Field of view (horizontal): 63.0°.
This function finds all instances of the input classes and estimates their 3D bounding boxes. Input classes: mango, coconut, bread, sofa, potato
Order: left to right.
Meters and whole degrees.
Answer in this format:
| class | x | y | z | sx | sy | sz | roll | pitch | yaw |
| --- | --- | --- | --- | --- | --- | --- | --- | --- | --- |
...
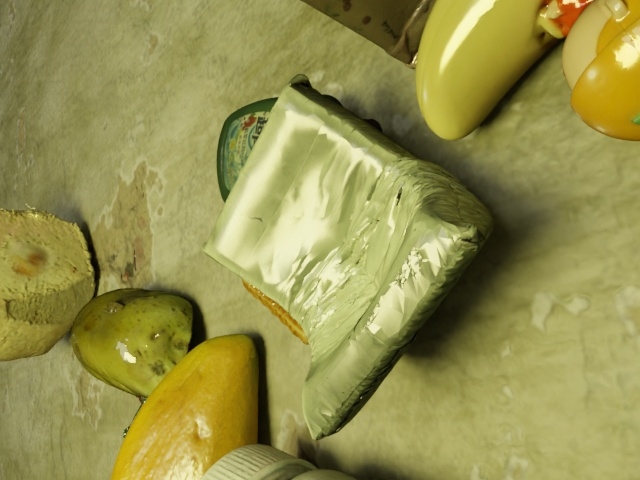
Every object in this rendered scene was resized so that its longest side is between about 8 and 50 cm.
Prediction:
| class | x | y | z | sx | sy | sz | roll | pitch | yaw |
| --- | --- | --- | --- | --- | --- | --- | --- | --- | --- |
| coconut | -0.606 | 0.090 | 0.998 | 0.254 | 0.297 | 0.297 | -42 | 59 | 33 |
| potato | -0.304 | 0.137 | 0.784 | 0.272 | 0.111 | 0.160 | -2 | 63 | 48 |
| mango | -0.160 | 0.261 | 0.639 | 0.177 | 0.119 | 0.316 | 14 | 79 | 30 |
| bread | -0.041 | 0.066 | 0.610 | 0.157 | 0.044 | 0.052 | 34 | 116 | 42 |
| sofa | 0.000 | 0.000 | 0.443 | 0.225 | 0.176 | 0.210 | 38 | 114 | 12 |

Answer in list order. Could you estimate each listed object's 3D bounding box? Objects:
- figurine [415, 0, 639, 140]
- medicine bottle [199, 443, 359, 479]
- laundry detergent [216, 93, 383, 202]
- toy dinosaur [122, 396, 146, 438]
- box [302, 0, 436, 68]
| class | x | y | z | sx | sy | sz | roll | pitch | yaw |
| --- | --- | --- | --- | --- | --- | --- | --- | --- | --- |
| figurine | 0.200 | -0.169 | 0.347 | 0.324 | 0.124 | 0.222 | -41 | 63 | 38 |
| medicine bottle | 0.008 | 0.293 | 0.460 | 0.273 | 0.165 | 0.165 | 4 | 89 | 46 |
| laundry detergent | -0.025 | -0.092 | 0.588 | 0.222 | 0.078 | 0.144 | 5 | 92 | 42 |
| toy dinosaur | -0.247 | 0.233 | 0.781 | 0.154 | 0.049 | 0.055 | -55 | 42 | 2 |
| box | 0.022 | -0.355 | 0.486 | 0.225 | 0.191 | 0.297 | -52 | 54 | 26 |
